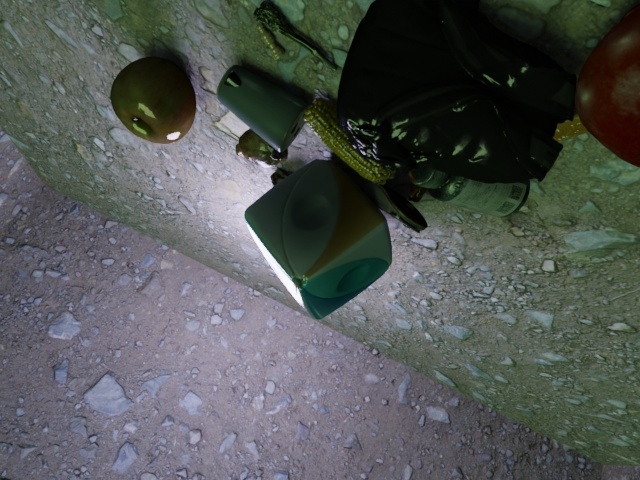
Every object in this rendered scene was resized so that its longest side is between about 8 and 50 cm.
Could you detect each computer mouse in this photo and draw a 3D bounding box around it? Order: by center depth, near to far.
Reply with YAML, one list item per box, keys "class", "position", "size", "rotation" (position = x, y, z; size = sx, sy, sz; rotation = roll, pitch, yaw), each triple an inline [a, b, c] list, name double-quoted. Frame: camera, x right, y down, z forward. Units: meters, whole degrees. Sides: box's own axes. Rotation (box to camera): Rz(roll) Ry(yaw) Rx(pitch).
- class: "computer mouse"
  position: [0.217, -0.111, 1.375]
  size: [0.158, 0.072, 0.310]
  rotation: [31, -172, -22]

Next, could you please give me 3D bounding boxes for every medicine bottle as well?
- class: "medicine bottle"
  position: [0.355, -0.149, 1.094]
  size: [0.292, 0.142, 0.141]
  rotation: [11, 162, -28]

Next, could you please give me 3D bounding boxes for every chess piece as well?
- class: "chess piece"
  position: [-0.131, -0.508, 1.155]
  size: [0.035, 0.035, 0.092]
  rotation: [-2, 137, 45]

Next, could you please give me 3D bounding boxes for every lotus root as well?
- class: "lotus root"
  position: [-0.197, -0.305, 1.473]
  size: [0.213, 0.139, 0.138]
  rotation: [10, 149, 33]

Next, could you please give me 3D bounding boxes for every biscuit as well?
- class: "biscuit"
  position: [0.518, -0.249, 0.975]
  size: [0.052, 0.056, 0.188]
  rotation: [42, 151, -23]

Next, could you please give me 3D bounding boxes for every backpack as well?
- class: "backpack"
  position: [0.262, -0.284, 0.874]
  size: [0.445, 0.364, 0.255]
  rotation: [17, 178, -5]

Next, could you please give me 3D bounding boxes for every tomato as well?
- class: "tomato"
  position: [0.599, -0.217, 0.733]
  size: [0.334, 0.176, 0.289]
  rotation: [36, 135, -18]

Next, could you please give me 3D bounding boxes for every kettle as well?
- class: "kettle"
  position: [-0.166, -0.384, 1.316]
  size: [0.243, 0.160, 0.210]
  rotation: [35, -178, 2]

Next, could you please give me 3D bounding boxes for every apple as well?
- class: "apple"
  position: [-0.504, -0.436, 1.409]
  size: [0.256, 0.234, 0.257]
  rotation: [20, 150, 12]

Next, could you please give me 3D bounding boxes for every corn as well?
- class: "corn"
  position: [0.088, -0.271, 1.275]
  size: [0.317, 0.115, 0.115]
  rotation: [36, 152, -13]

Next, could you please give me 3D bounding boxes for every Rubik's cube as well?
- class: "Rubik's cube"
  position: [0.000, 0.000, 1.463]
  size: [0.352, 0.347, 0.352]
  rotation: [51, 169, 26]

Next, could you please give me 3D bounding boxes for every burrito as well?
- class: "burrito"
  position: [-0.123, -0.150, 1.690]
  size: [0.144, 0.089, 0.229]
  rotation: [46, 160, 33]

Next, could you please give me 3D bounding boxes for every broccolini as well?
- class: "broccolini"
  position: [-0.054, -0.492, 1.107]
  size: [0.239, 0.051, 0.054]
  rotation: [31, -163, -18]

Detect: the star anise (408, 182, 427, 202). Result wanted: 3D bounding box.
- class: "star anise"
  position: [0.306, -0.193, 1.224]
  size: [0.195, 0.111, 0.213]
  rotation: [-1, 120, 7]
